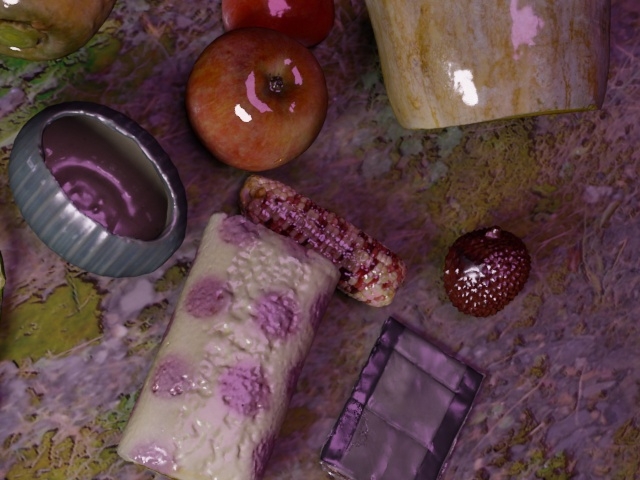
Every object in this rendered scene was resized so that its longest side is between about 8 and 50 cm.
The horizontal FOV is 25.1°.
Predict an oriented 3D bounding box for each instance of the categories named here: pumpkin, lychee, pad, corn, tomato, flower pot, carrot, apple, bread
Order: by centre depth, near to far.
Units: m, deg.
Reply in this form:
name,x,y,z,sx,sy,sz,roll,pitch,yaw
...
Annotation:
name,x,y,z,sx,sy,sz,roll,pitch,yaw
flower pot,-0.276,-0.062,1.789,0.189,0.157,0.243,-45,98,-21
carrot,-0.341,-0.400,1.797,0.224,0.224,0.341,17,70,-17
bread,-0.115,0.151,1.808,0.187,0.155,0.338,25,72,-10
apple,-0.082,-0.186,1.877,0.188,0.174,0.188,4,80,-22
corn,0.000,0.000,1.919,0.253,0.086,0.086,33,70,-11
pumpkin,0.227,-0.246,1.945,0.332,0.332,0.199,0,93,-21
pad,0.114,0.242,1.949,0.174,0.022,0.233,32,69,-12
tomato,-0.055,-0.345,1.967,0.166,0.082,0.174,-13,87,-22
lychee,0.225,0.043,1.981,0.123,0.129,0.123,24,29,-15

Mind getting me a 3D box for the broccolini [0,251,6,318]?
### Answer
name,x,y,z,sx,sy,sz,roll,pitch,yaw
broccolini,-0.448,0.089,1.746,0.123,0.062,0.271,7,83,-35
